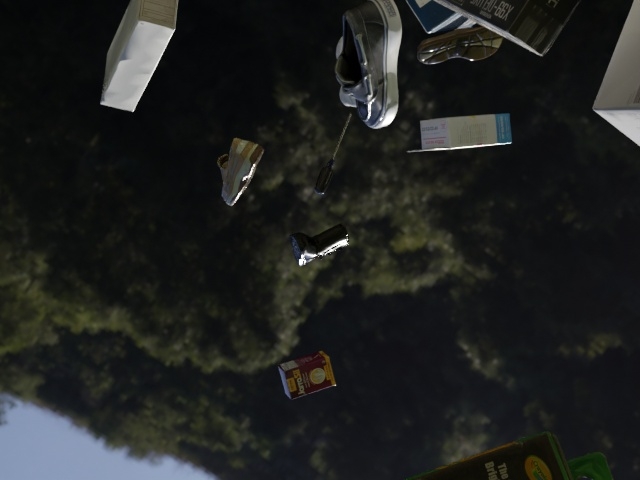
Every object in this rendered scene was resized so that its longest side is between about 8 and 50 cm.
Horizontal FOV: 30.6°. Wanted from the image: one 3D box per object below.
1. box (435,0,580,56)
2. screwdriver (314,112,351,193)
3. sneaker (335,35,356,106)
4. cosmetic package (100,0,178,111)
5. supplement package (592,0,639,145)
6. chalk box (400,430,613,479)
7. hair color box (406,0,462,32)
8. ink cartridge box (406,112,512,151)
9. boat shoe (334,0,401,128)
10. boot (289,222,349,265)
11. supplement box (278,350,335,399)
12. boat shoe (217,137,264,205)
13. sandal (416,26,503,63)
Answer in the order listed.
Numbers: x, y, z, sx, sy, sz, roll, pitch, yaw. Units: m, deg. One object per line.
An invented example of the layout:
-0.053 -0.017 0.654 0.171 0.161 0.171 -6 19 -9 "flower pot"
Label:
0.263 -0.411 1.593 0.076 0.242 0.307 26 -169 -35 "box"
0.029 -0.158 2.133 0.025 0.170 0.024 30 160 -10 "screwdriver"
0.070 -0.345 2.383 0.054 0.152 0.061 -17 -156 -25 "sneaker"
-0.274 -0.298 1.770 0.060 0.239 0.098 14 -119 -18 "cosmetic package"
0.538 -0.180 1.542 0.293 0.175 0.177 29 168 -32 "supplement package"
0.229 0.351 1.458 0.179 0.289 0.180 104 149 -75 "chalk box"
0.226 -0.473 2.083 0.174 0.105 0.347 58 -158 0 "hair color box"
0.265 -0.209 2.264 0.181 0.061 0.104 -7 -176 -26 "ink cartridge box"
0.073 -0.291 2.008 0.108 0.102 0.301 61 164 26 "boat shoe"
0.000 0.000 2.030 0.121 0.099 0.045 86 159 -71 "boot"
-0.023 0.230 2.000 0.083 0.055 0.043 -18 -165 -14 "supplement box"
-0.166 -0.140 2.258 0.072 0.190 0.068 30 -128 -1 "boat shoe"
0.300 -0.435 2.545 0.219 0.090 0.060 -14 -125 -19 "sandal"
